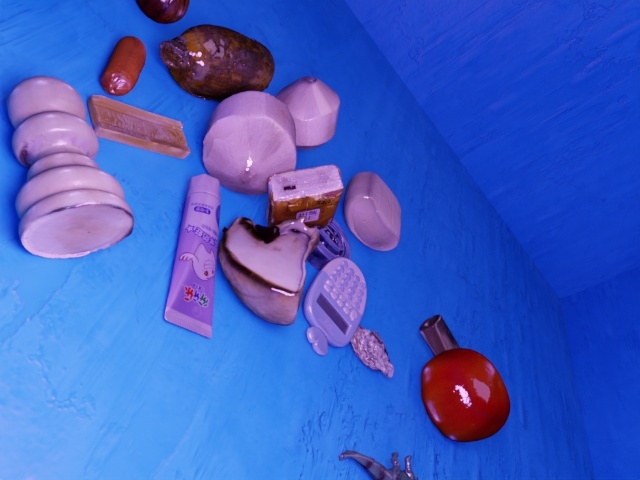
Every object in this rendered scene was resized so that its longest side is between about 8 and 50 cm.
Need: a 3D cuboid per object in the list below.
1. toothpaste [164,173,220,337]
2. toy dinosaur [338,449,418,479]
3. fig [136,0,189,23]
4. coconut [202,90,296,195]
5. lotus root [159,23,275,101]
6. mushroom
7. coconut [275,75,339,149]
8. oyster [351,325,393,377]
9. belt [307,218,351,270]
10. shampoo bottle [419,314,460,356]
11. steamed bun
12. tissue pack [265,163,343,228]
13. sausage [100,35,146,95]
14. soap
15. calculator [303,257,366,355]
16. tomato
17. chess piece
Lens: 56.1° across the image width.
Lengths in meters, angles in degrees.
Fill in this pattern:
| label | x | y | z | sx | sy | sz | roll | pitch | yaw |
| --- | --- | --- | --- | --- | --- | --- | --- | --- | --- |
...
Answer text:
| label | x | y | z | sx | sy | sz | roll | pitch | yaw |
| --- | --- | --- | --- | --- | --- | --- | --- | --- | --- |
| toothpaste | -0.268 | 0.025 | 1.305 | 0.125 | 0.080 | 0.371 | 36 | 44 | -42 |
| toy dinosaur | 0.168 | 0.565 | 1.472 | 0.292 | 0.079 | 0.120 | 47 | 30 | -16 |
| fig | -0.414 | -0.662 | 1.601 | 0.148 | 0.202 | 0.149 | 19 | 83 | -32 |
| coconut | -0.173 | -0.235 | 1.510 | 0.237 | 0.237 | 0.266 | 39 | 36 | -33 |
| lotus root | -0.271 | -0.479 | 1.625 | 0.397 | 0.196 | 0.179 | -14 | 70 | -57 |
| mushroom | -0.134 | 0.067 | 1.419 | 0.217 | 0.212 | 0.292 | 14 | 44 | 3 |
| coconut | -0.042 | -0.402 | 1.863 | 0.202 | 0.202 | 0.222 | -90 | -176 | -49 |
| oyster | 0.140 | 0.302 | 1.684 | 0.177 | 0.064 | 0.125 | 42 | 37 | -25 |
| belt | 0.000 | 0.000 | 1.717 | 0.190 | 0.082 | 0.141 | 46 | 41 | -23 |
| shampoo bottle | 0.461 | 0.425 | 2.050 | 0.350 | 0.084 | 0.125 | 59 | 27 | -2 |
| steamed bun | 0.163 | -0.088 | 1.981 | 0.250 | 0.154 | 0.200 | 49 | 33 | -32 |
| tissue pack | -0.046 | -0.099 | 1.538 | 0.183 | 0.226 | 0.092 | -10 | 67 | -12 |
| sausage | -0.452 | -0.401 | 1.387 | 0.076 | 0.076 | 0.198 | 39 | 35 | -33 |
| soap | -0.407 | -0.255 | 1.362 | 0.252 | 0.037 | 0.092 | 9 | 55 | -54 |
| calculator | 0.039 | 0.173 | 1.609 | 0.188 | 0.042 | 0.303 | 52 | 48 | -21 |
| tomato | 0.449 | 0.473 | 1.838 | 0.298 | 0.226 | 0.299 | 34 | 42 | -39 |
| chess piece | -0.460 | -0.149 | 1.064 | 0.182 | 0.182 | 0.330 | 11 | 50 | -54 |
